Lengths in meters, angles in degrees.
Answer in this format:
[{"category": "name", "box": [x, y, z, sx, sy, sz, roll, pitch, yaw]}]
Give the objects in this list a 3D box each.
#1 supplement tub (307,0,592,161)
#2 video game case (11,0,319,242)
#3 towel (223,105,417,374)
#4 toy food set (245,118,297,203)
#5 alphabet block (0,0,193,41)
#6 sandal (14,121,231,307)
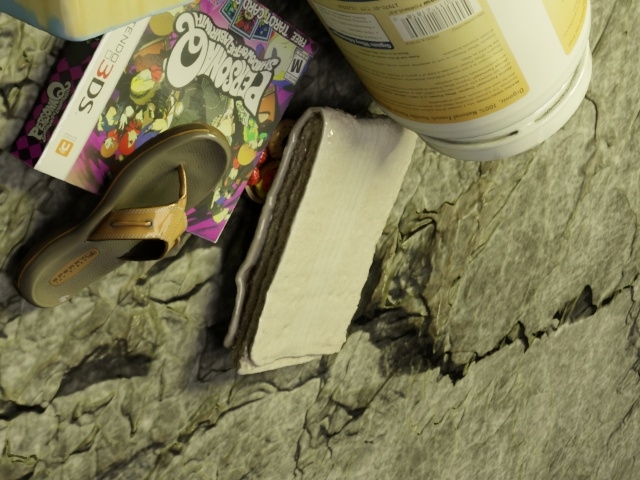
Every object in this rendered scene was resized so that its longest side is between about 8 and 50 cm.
[{"category": "supplement tub", "box": [0.111, -0.233, 1.088, 0.228, 0.228, 0.316, -54, 142, -11]}, {"category": "video game case", "box": [-0.123, -0.124, 1.033, 0.232, 0.042, 0.210, 26, 93, -53]}, {"category": "towel", "box": [0.000, 0.000, 1.229, 0.187, 0.049, 0.282, -3, 118, -57]}, {"category": "toy food set", "box": [-0.041, -0.072, 1.178, 0.083, 0.020, 0.082, -50, 141, -16]}, {"category": "alphabet block", "box": [-0.152, -0.268, 0.793, 0.193, 0.192, 0.197, -31, 132, -37]}, {"category": "sandal", "box": [-0.156, -0.009, 0.993, 0.219, 0.060, 0.090, -38, 147, 5]}]
